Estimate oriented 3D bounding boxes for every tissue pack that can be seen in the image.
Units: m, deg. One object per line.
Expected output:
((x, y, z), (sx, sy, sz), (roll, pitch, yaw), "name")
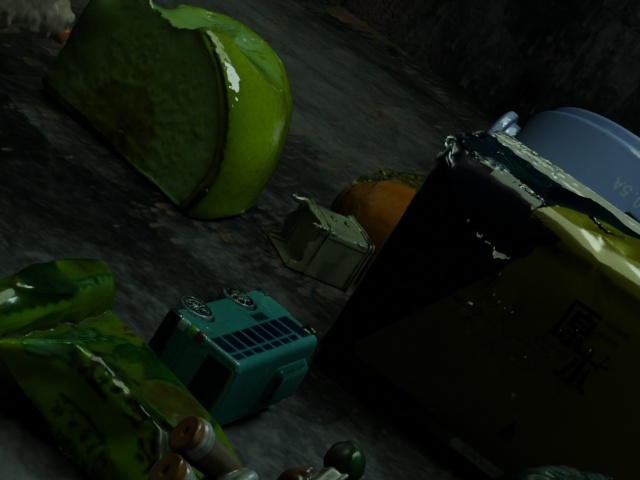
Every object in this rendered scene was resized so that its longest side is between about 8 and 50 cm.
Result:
((0.242, 0.106, 1.403), (0.417, 0.264, 0.253), (37, 18, 13), "tissue pack")

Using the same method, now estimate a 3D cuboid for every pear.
((-0.127, -0.166, 1.667), (0.286, 0.176, 0.282), (41, 16, 22), "pear")

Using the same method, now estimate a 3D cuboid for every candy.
((-0.130, 0.121, 1.005), (0.246, 0.069, 0.149), (47, 21, 14), "candy")

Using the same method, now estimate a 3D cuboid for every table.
((0.000, 0.000, 1.614), (0.083, 0.062, 0.079), (23, 19, -31), "table")

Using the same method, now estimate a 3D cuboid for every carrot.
((0.103, 0.005, 1.672), (0.225, 0.159, 0.159), (29, 13, 24), "carrot")

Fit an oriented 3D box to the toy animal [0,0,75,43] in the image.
((-0.412, -0.306, 1.503), (0.358, 0.188, 0.226), (32, 27, -8), "toy animal")

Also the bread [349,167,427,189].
((0.130, -0.041, 1.938), (0.269, 0.098, 0.087), (4, 75, -61), "bread")

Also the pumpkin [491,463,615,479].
((0.186, 0.258, 1.037), (0.233, 0.163, 0.233), (21, 13, -5), "pumpkin")

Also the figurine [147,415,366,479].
((-0.020, 0.185, 0.932), (0.094, 0.147, 0.197), (5, -33, 44), "figurine")

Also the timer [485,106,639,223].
((0.341, -0.004, 1.883), (0.395, 0.173, 0.395), (44, -9, 8), "timer")

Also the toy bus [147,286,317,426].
((-0.071, 0.095, 1.178), (0.092, 0.079, 0.160), (37, 17, 16), "toy bus")
